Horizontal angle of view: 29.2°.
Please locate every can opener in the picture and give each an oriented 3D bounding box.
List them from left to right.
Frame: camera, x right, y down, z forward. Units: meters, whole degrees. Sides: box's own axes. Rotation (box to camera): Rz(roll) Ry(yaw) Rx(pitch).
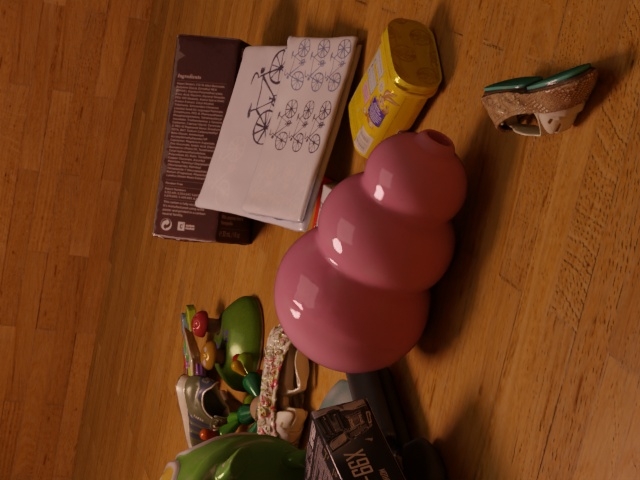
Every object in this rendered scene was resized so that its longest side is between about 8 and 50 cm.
[{"bbox_3d":[0.100,0.251,1.597,0.093,0.074,0.280,-38,38,14],"label":"can opener"}]

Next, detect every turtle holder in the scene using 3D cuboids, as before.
[{"bbox_3d":[-0.155,0.417,1.823,0.227,0.320,0.243,-5,109,50],"label":"turtle holder"}]

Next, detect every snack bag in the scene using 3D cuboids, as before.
[{"bbox_3d":[-0.081,-0.191,2.065,0.343,0.037,0.323,14,86,53],"label":"snack bag"}]

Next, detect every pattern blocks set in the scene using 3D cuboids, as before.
[{"bbox_3d":[-0.263,0.274,2.536,0.325,0.026,0.285,-157,63,-78],"label":"pattern blocks set"}]

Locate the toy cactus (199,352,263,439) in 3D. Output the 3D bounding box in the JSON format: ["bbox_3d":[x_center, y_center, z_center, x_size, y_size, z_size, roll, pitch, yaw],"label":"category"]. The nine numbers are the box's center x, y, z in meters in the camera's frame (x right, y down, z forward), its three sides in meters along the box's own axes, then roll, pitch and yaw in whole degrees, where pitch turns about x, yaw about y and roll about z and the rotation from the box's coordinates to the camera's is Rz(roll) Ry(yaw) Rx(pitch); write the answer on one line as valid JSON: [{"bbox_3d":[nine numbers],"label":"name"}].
[{"bbox_3d":[-0.125,0.295,2.157,0.180,0.112,0.218,-25,51,56],"label":"toy cactus"}]

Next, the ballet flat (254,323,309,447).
[{"bbox_3d":[-0.055,0.253,1.990,0.077,0.091,0.240,-3,83,47],"label":"ballet flat"}]

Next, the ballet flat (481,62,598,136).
[{"bbox_3d":[0.245,-0.149,1.338,0.206,0.073,0.067,-172,61,-73],"label":"ballet flat"}]

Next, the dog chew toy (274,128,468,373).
[{"bbox_3d":[0.075,0.007,1.555,0.331,0.207,0.206,-63,27,27],"label":"dog chew toy"}]

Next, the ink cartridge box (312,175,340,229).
[{"bbox_3d":[0.000,0.000,1.958,0.232,0.066,0.189,-149,68,-64],"label":"ink cartridge box"}]

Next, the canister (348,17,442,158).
[{"bbox_3d":[0.100,-0.207,1.723,0.170,0.073,0.126,120,150,-50],"label":"canister"}]

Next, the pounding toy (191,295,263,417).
[{"bbox_3d":[-0.192,0.216,2.327,0.183,0.110,0.236,-139,59,-67],"label":"pounding toy"}]

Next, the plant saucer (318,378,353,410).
[{"bbox_3d":[0.022,0.293,1.727,0.195,0.038,0.194,178,90,-73],"label":"plant saucer"}]

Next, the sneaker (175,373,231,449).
[{"bbox_3d":[-0.202,0.335,2.256,0.086,0.064,0.192,-5,108,31],"label":"sneaker"}]

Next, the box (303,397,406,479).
[{"bbox_3d":[0.049,0.384,1.501,0.307,0.077,0.242,97,155,-43],"label":"box"}]

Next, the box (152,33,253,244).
[{"bbox_3d":[-0.200,-0.185,2.341,0.191,0.143,0.381,3,-88,-72],"label":"box"}]
